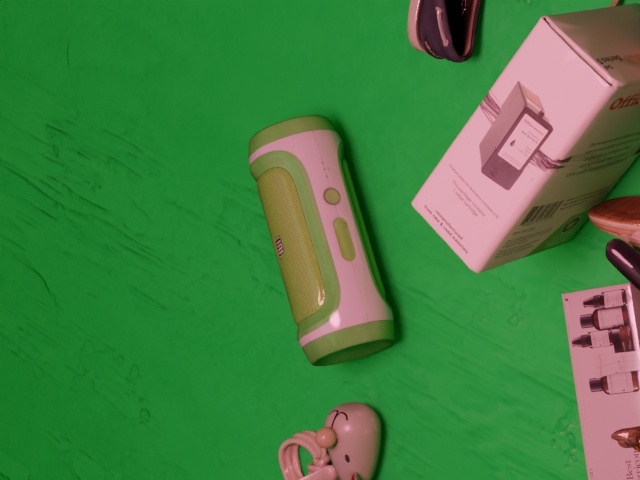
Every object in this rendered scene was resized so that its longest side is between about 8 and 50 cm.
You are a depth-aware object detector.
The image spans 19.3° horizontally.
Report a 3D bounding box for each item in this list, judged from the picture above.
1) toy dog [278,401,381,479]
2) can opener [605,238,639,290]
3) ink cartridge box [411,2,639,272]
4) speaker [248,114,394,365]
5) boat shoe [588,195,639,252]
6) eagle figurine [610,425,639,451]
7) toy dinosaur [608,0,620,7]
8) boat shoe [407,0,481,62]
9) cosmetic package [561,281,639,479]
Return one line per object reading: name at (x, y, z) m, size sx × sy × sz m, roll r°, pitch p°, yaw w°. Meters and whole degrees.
toy dog at (0.000, 0.382, 2.338) m, size 0.220 × 0.161 × 0.334 m, roll -24°, pitch 76°, yaw 45°
can opener at (0.374, 0.062, 1.975) m, size 0.186 × 0.059 × 0.073 m, roll 37°, pitch 77°, yaw 18°
ink cartridge box at (0.253, -0.112, 1.998) m, size 0.115 × 0.198 × 0.273 m, roll 48°, pitch 126°, yaw 21°
speaker at (0.000, 0.000, 2.339) m, size 0.131 × 0.131 × 0.297 m, roll -29°, pitch 72°, yaw 44°
boat shoe at (0.356, -0.006, 2.006) m, size 0.170 × 0.063 × 0.059 m, roll 16°, pitch 129°, yaw 51°
eagle figurine at (0.423, 0.293, 1.898) m, size 0.298 × 0.225 × 0.226 m, roll 56°, pitch -179°, yaw -10°
toy dinosaur at (0.285, -0.216, 2.055) m, size 0.053 × 0.183 × 0.092 m, roll 46°, pitch 167°, yaw 6°
boat shoe at (0.156, -0.332, 2.170) m, size 0.079 × 0.095 × 0.255 m, roll 25°, pitch 112°, yaw 45°
cosmetic package at (0.331, 0.168, 2.044) m, size 0.099 × 0.060 × 0.239 m, roll -13°, pitch 83°, yaw 47°
